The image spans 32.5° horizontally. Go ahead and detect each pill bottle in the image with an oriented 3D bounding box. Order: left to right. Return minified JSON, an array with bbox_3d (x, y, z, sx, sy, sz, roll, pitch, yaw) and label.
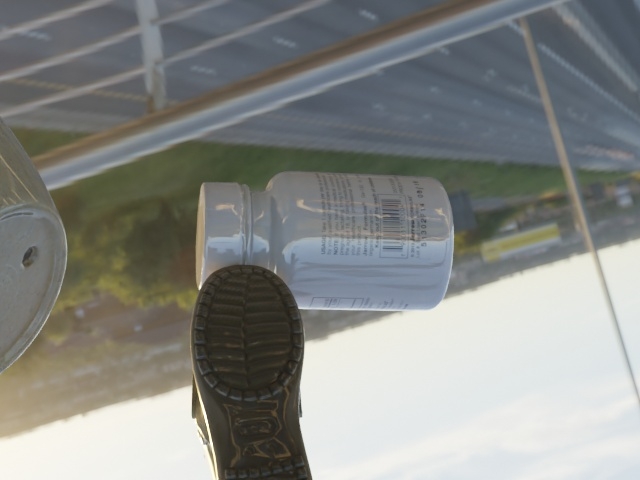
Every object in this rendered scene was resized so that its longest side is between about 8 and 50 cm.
[{"bbox_3d":[0.000,0.000,1.044,0.229,0.131,0.131,2,174,-11],"label":"pill bottle"}]

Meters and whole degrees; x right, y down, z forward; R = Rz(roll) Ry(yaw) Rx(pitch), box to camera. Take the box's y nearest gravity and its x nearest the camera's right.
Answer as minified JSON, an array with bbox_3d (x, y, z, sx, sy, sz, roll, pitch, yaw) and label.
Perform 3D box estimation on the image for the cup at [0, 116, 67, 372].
[{"bbox_3d":[-0.353,0.000,0.898,0.237,0.331,0.331,26,-166,20],"label":"cup"}]

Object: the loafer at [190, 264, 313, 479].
[{"bbox_3d":[-0.063,0.146,0.926,0.102,0.268,0.092,3,147,-14],"label":"loafer"}]
